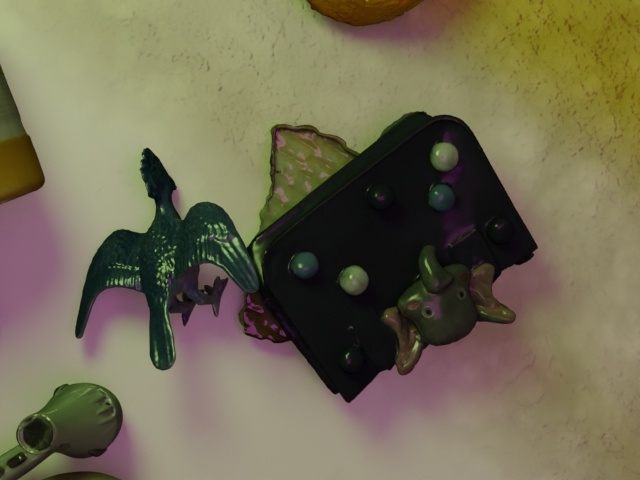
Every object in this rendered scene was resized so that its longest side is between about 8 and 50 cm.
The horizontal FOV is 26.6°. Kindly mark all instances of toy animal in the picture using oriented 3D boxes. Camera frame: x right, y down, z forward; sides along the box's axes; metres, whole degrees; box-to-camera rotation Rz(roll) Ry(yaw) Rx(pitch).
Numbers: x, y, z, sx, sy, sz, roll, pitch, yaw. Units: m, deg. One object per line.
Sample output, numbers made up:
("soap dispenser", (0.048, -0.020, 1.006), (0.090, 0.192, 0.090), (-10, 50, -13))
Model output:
("toy animal", (-0.188, 0.025, 1.586), (0.239, 0.255, 0.176), (-21, 129, 23))

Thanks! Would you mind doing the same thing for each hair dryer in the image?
("hair dryer", (-0.340, 0.244, 1.505), (0.267, 0.229, 0.092), (-33, 84, -12))

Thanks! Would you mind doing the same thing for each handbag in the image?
("handbag", (0.100, 0.028, 1.657), (0.325, 0.118, 0.269), (-39, 107, -12))

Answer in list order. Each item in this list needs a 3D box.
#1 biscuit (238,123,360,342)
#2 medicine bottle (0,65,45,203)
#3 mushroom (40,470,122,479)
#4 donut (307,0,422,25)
("biscuit", (0.000, 0.000, 1.694), (0.187, 0.036, 0.274), (13, 87, -16))
("medicine bottle", (-0.445, -0.125, 1.455), (0.237, 0.238, 0.232), (-21, 98, -15))
("mushroom", (-0.272, 0.375, 1.525), (0.207, 0.215, 0.207), (-7, 129, -9))
("donut", (0.062, -0.390, 1.667), (0.253, 0.118, 0.254), (5, 80, -27))
